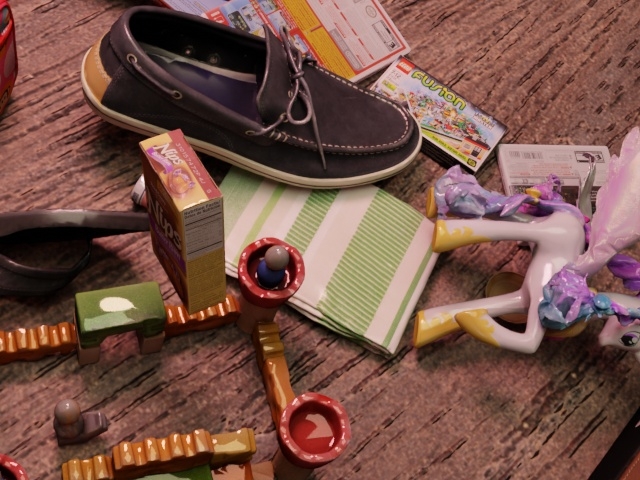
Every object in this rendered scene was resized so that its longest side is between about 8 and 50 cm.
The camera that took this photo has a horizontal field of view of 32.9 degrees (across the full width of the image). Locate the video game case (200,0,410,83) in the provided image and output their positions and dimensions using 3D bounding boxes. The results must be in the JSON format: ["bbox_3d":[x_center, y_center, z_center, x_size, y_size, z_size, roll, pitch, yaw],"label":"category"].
[{"bbox_3d":[-0.020,-0.318,1.684,0.285,0.025,0.204,-32,86,-27],"label":"video game case"}]

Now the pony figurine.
[{"bbox_3d":[0.326,0.011,1.470,0.363,0.303,0.351,7,79,-3],"label":"pony figurine"}]

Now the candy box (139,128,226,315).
[{"bbox_3d":[-0.149,-0.017,1.184,0.053,0.187,0.109,-21,55,-20],"label":"candy box"}]

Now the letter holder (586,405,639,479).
[{"bbox_3d":[0.493,0.318,1.407,0.214,0.152,0.302,42,60,9],"label":"letter holder"}]

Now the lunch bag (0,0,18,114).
[{"bbox_3d":[-0.505,-0.194,1.380,0.120,0.258,0.293,27,59,2],"label":"lunch bag"}]

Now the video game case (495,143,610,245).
[{"bbox_3d":[0.375,-0.071,1.671,0.190,0.022,0.173,0,61,-15],"label":"video game case"}]

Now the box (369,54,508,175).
[{"bbox_3d":[0.175,-0.190,1.678,0.207,0.036,0.114,35,59,7],"label":"box"}]

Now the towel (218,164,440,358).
[{"bbox_3d":[0.000,0.000,1.530,0.324,0.038,0.248,27,58,3],"label":"towel"}]

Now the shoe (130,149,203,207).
[{"bbox_3d":[-0.190,-0.107,1.529,0.081,0.063,0.178,30,61,-1],"label":"shoe"}]

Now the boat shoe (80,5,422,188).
[{"bbox_3d":[-0.073,-0.200,1.499,0.500,0.156,0.187,14,54,-20],"label":"boat shoe"}]

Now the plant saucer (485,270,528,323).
[{"bbox_3d":[0.275,0.084,1.561,0.083,0.015,0.083,6,61,-11],"label":"plant saucer"}]

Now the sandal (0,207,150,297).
[{"bbox_3d":[-0.431,0.027,1.357,0.445,0.167,0.107,-7,88,-10],"label":"sandal"}]

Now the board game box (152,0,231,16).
[{"bbox_3d":[-0.230,-0.431,1.639,0.281,0.027,0.145,38,70,-20],"label":"board game box"}]

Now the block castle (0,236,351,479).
[{"bbox_3d":[-0.214,0.174,1.272,0.453,0.213,0.303,-8,64,-18],"label":"block castle"}]
